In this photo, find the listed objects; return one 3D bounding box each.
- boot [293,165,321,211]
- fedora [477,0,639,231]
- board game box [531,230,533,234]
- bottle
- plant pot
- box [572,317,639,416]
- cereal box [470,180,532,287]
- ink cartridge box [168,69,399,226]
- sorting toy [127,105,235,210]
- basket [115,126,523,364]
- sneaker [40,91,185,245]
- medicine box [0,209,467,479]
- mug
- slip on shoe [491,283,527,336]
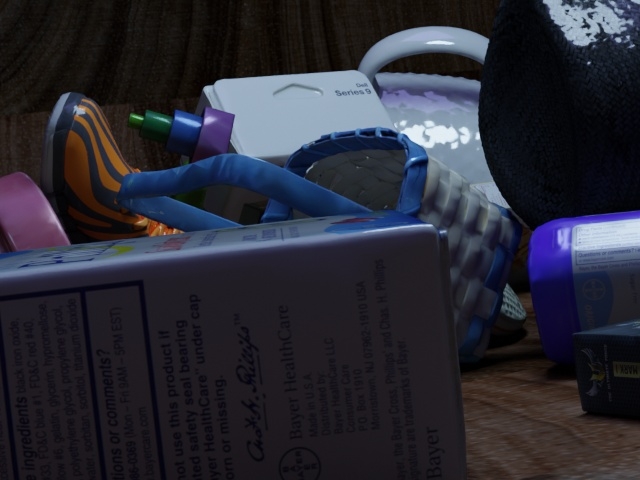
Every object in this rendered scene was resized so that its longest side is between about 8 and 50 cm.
[{"bbox_3d":[0.002,0.009,1.843,0.086,0.190,0.069,-1,-17,27],"label":"boot"},{"bbox_3d":[0.229,-0.109,1.423,0.152,0.334,0.334,-4,1,-33],"label":"fedora"},{"bbox_3d":[0.429,-0.122,1.596,0.356,0.356,0.356,-8,3,-32],"label":"board game box"},{"bbox_3d":[0.303,0.029,1.313,0.282,0.118,0.092,-5,41,14],"label":"bottle"},{"bbox_3d":[-0.330,0.058,1.666,0.180,0.201,0.201,-24,9,-19],"label":"plant pot"},{"bbox_3d":[0.308,0.067,1.117,0.232,0.059,0.183,-9,4,-31],"label":"box"},{"bbox_3d":[0.232,-0.008,2.007,0.240,0.047,0.173,-9,-33,-21],"label":"cereal box"},{"bbox_3d":[-0.056,-0.047,2.013,0.211,0.121,0.289,-8,-38,-27],"label":"ink cartridge box"},{"bbox_3d":[-0.195,-0.030,1.868,0.126,0.127,0.365,15,-36,-9],"label":"sorting toy"},{"bbox_3d":[0.000,0.000,1.428,0.289,0.201,0.255,26,-12,-23],"label":"basket"},{"bbox_3d":[-0.159,-0.015,1.730,0.180,0.321,0.125,3,47,16],"label":"sneaker"},{"bbox_3d":[-0.074,0.072,1.032,0.289,0.149,0.263,-6,3,-2],"label":"medicine box"},{"bbox_3d":[0.154,-0.122,2.314,0.328,0.374,0.276,1,42,8],"label":"mug"},{"bbox_3d":[0.116,0.046,1.678,0.101,0.123,0.331,-39,11,-2],"label":"slip on shoe"}]
